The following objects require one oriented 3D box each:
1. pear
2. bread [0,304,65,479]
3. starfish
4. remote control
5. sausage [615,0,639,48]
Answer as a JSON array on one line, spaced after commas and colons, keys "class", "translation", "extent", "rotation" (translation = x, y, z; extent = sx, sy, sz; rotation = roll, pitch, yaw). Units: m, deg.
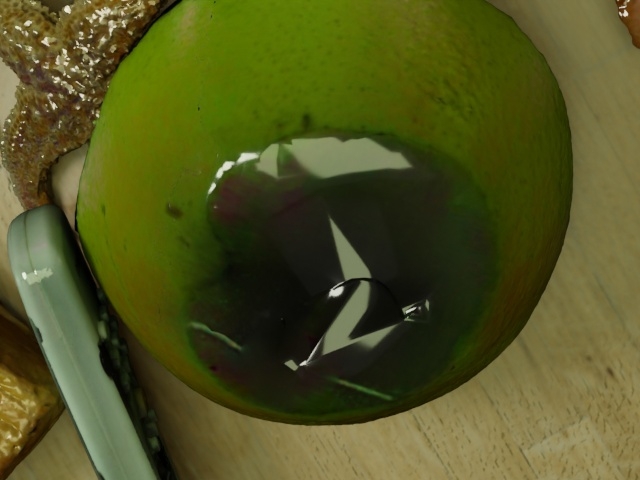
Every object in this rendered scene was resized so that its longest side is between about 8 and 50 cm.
[{"class": "pear", "translation": [0.004, 0.003, 1.132], "extent": [0.399, 0.165, 0.398], "rotation": [1, 122, 2]}, {"class": "bread", "translation": [-0.355, 0.091, 1.269], "extent": [0.294, 0.132, 0.167], "rotation": [39, 106, -6]}, {"class": "starfish", "translation": [-0.157, -0.111, 1.200], "extent": [0.302, 0.060, 0.299], "rotation": [-27, 105, 31]}, {"class": "remote control", "translation": [-0.172, 0.113, 1.237], "extent": [0.056, 0.140, 0.296], "rotation": [-20, 110, -3]}, {"class": "sausage", "translation": [0.361, -0.222, 1.147], "extent": [0.300, 0.083, 0.089], "rotation": [-24, 105, 14]}]
